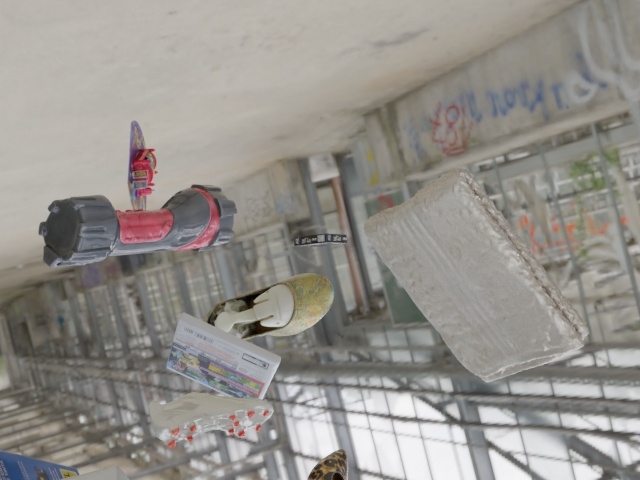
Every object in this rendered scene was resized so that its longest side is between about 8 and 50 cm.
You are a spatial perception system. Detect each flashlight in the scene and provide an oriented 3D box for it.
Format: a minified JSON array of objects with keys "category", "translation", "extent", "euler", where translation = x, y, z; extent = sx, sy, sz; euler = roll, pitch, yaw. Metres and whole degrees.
[{"category":"flashlight","translation":[-0.240,-0.028,1.127],"extent":[0.103,0.103,0.304],"euler":[-17,173,29]}]

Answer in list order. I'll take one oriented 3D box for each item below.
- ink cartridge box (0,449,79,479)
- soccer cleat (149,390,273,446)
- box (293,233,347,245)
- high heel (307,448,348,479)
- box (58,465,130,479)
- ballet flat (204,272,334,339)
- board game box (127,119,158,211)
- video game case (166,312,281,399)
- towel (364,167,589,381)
[{"category":"ink cartridge box","translation":[-0.525,0.427,1.148],"extent":[0.270,0.151,0.395],"euler":[-32,154,-2]},{"category":"soccer cleat","translation":[-0.161,0.254,1.220],"extent":[0.196,0.076,0.068],"euler":[-1,130,-36]},{"category":"box","translation":[0.000,0.000,1.603],"extent":[0.083,0.018,0.067],"euler":[-7,174,40]},{"category":"high heel","translation":[0.063,0.436,1.344],"extent":[0.186,0.093,0.261],"euler":[-15,-154,26]},{"category":"box","translation":[-0.294,0.362,1.069],"extent":[0.102,0.087,0.101],"euler":[-14,144,0]},{"category":"ballet flat","translation":[-0.123,0.153,1.739],"extent":[0.348,0.123,0.123],"euler":[-20,176,42]},{"category":"board game box","translation":[-0.291,-0.117,1.371],"extent":[0.033,0.169,0.133],"euler":[-2,157,0]},{"category":"video game case","translation":[-0.188,0.232,1.554],"extent":[0.183,0.201,0.023],"euler":[114,0,-48]},{"category":"towel","translation":[0.199,0.051,1.057],"extent":[0.187,0.282,0.049],"euler":[-31,-172,45]}]
